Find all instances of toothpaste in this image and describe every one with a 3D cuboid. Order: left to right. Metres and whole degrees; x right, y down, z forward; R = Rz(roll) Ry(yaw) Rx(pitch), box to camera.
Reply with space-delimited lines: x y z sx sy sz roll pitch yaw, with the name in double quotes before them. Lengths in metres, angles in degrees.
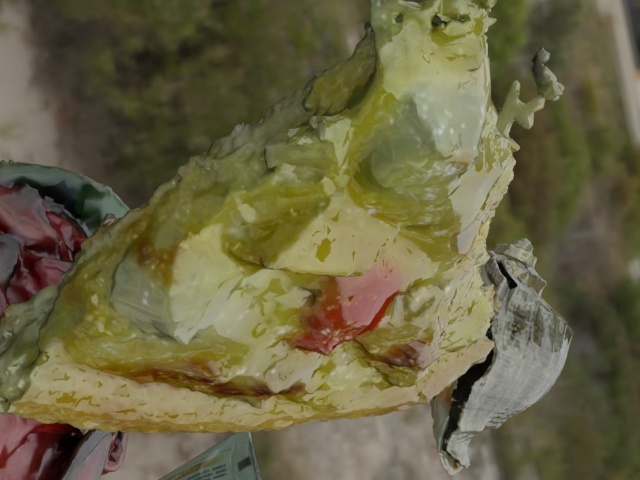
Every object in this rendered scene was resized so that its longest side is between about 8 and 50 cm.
"toothpaste" -0.151 0.245 1.569 0.037 0.255 0.067 26 43 -45

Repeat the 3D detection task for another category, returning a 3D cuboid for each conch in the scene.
"conch" 0.132 0.086 1.428 0.207 0.130 0.155 -64 156 -17

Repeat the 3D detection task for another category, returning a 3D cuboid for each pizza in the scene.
"pizza" 0.000 0.000 0.736 0.075 0.280 0.287 69 -29 29

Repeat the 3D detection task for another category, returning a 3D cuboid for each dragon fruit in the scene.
"dragon fruit" -0.204 0.092 0.957 0.234 0.234 0.293 2 108 -81
